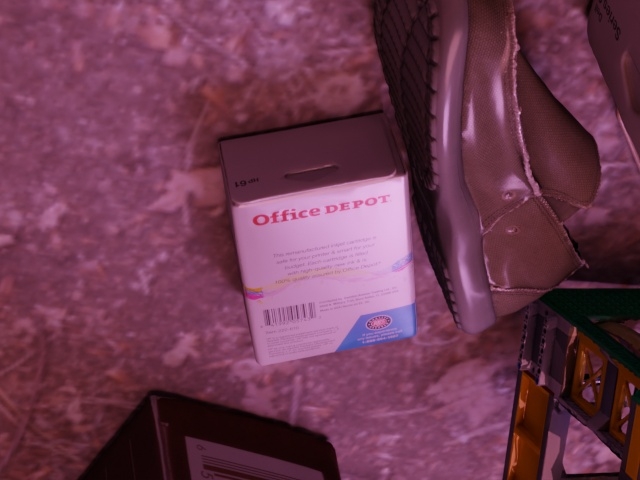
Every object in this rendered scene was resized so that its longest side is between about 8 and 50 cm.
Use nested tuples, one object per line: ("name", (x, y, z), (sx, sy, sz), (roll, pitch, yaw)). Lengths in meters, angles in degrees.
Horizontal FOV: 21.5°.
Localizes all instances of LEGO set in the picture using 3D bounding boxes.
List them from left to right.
("LEGO set", (0.250, 0.147, 0.927), (0.331, 0.255, 0.192), (-2, 108, -27))

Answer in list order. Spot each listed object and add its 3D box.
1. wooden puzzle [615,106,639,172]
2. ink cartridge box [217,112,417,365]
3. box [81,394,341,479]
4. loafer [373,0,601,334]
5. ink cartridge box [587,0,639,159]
("wooden puzzle", (0.194, -0.064, 0.880), (0.079, 0.014, 0.116), (-22, 135, 2))
("ink cartridge box", (0.000, 0.000, 0.867), (0.089, 0.052, 0.122), (-10, 137, -4))
("box", (-0.131, 0.289, 1.026), (0.143, 0.191, 0.381), (19, 126, -28))
("loafer", (0.086, -0.053, 0.819), (0.087, 0.094, 0.251), (-18, 145, -3))
("ink cartridge box", (0.248, -0.085, 0.770), (0.212, 0.154, 0.093), (-2, 134, -11))
